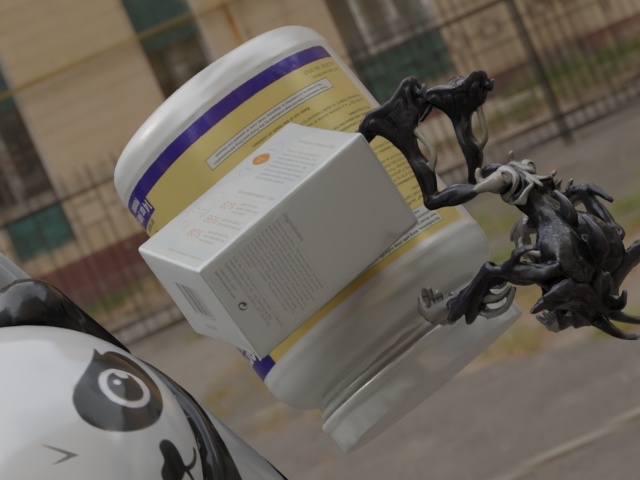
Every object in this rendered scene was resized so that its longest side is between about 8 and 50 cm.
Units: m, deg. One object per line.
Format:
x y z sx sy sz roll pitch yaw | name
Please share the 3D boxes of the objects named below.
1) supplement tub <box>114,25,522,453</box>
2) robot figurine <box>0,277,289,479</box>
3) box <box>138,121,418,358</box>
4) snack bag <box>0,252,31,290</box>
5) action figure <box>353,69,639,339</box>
0.000 0.000 1.640 0.241 0.331 0.241 -37 -9 -7 | supplement tub
-0.093 0.144 0.787 0.174 0.209 0.278 -53 -32 -9 | robot figurine
-0.034 -0.004 1.432 0.170 0.091 0.130 -40 22 -16 | box
-0.296 0.161 1.210 0.342 0.323 0.037 -47 46 -4 | snack bag
0.153 -0.008 1.461 0.164 0.276 0.141 -26 -20 -39 | action figure
